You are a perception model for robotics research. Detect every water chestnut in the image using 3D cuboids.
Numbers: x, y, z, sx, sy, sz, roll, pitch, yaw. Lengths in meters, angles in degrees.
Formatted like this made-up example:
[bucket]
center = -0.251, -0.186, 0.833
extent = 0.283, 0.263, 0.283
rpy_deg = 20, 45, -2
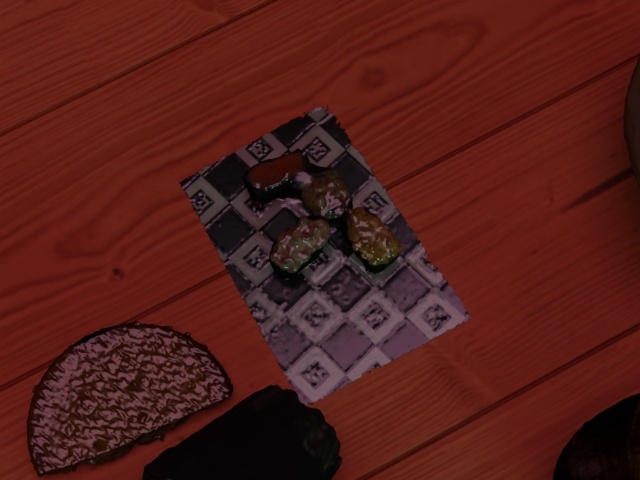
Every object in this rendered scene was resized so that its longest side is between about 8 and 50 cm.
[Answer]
[water chestnut]
center = 0.316, 0.239, 1.246
extent = 0.238, 0.223, 0.224
rpy_deg = -26, 69, 24

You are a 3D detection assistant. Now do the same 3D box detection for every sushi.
[sushi]
center = 0.000, 0.000, 1.430
extent = 0.192, 0.043, 0.280
rpy_deg = -28, 72, -8

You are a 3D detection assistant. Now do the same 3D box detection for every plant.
[plant]
center = -0.091, 0.251, 1.287
extent = 0.142, 0.164, 0.256
rpy_deg = 41, 65, 14

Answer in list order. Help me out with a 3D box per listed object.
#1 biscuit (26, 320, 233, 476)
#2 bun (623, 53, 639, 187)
[biscuit]
center = -0.196, 0.145, 1.393
extent = 0.206, 0.025, 0.126
rpy_deg = -22, 72, -8
[bun]
center = 0.467, -0.099, 1.365
extent = 0.365, 0.219, 0.365
rpy_deg = -1, 79, 6
